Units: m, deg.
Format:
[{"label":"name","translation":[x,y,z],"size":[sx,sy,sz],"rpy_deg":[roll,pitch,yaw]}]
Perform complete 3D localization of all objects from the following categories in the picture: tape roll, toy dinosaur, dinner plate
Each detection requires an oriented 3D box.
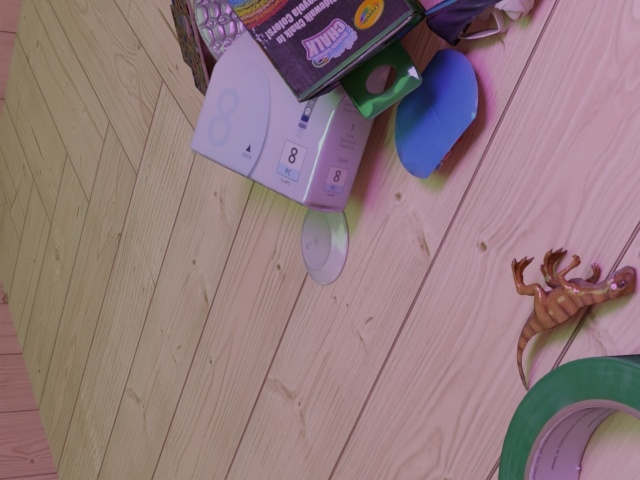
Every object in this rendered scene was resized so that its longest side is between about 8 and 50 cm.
[{"label":"tape roll","translation":[0.307,0.273,0.953],"size":[0.321,0.077,0.321],"rpy_deg":[-2,87,58]},{"label":"toy dinosaur","translation":[0.249,0.073,1.069],"size":[0.211,0.064,0.112],"rpy_deg":[-49,50,47]},{"label":"dinner plate","translation":[0.000,0.000,1.529],"size":[0.141,0.017,0.141],"rpy_deg":[-4,85,60]}]

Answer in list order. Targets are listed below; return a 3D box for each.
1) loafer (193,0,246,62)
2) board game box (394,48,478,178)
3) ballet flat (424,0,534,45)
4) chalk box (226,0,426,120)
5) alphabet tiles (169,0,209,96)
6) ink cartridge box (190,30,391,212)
[{"label":"loafer","translation":[-0.182,-0.466,1.781],"size":[0.111,0.112,0.319],"rpy_deg":[31,-132,-80]},{"label":"board game box","translation":[0.158,-0.162,1.260],"size":[0.168,0.033,0.133],"rpy_deg":[-53,40,37]},{"label":"ballet flat","translation":[0.209,-0.285,1.153],"size":[0.203,0.074,0.074],"rpy_deg":[-23,69,52]},{"label":"chalk box","translation":[0.013,-0.292,1.222],"size":[0.180,0.179,0.289],"rpy_deg":[-34,95,16]},{"label":"alphabet tiles","translation":[-0.254,-0.383,1.885],"size":[0.237,0.009,0.198],"rpy_deg":[-131,27,-63]},{"label":"ink cartridge box","translation":[-0.032,-0.268,1.444],"size":[0.308,0.091,0.384],"rpy_deg":[28,105,47]}]
